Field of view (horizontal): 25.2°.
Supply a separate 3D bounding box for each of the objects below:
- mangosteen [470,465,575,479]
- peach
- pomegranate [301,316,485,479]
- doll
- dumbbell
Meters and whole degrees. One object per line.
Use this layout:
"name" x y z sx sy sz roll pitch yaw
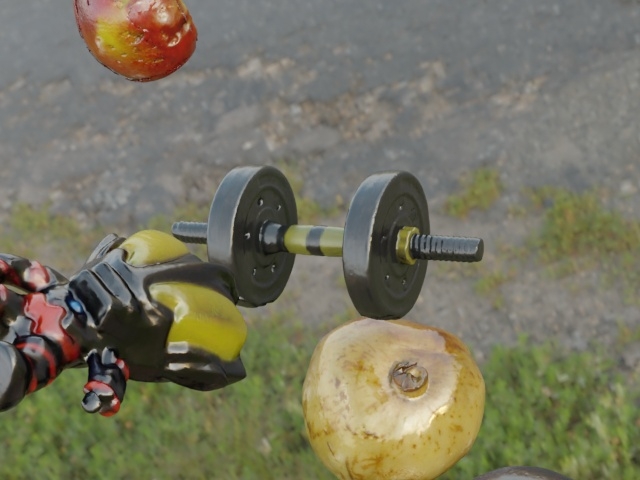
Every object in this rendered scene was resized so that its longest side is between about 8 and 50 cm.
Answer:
"mangosteen" 0.252 0.458 1.854 0.307 0.307 0.347 -60 3 -38
"peach" -0.117 -0.130 0.878 0.077 0.083 0.050 27 70 12
"pomegranate" 0.083 0.181 1.653 0.215 0.215 0.215 -18 36 14
"doll" -0.123 0.047 0.884 0.088 0.249 0.127 -19 78 33
"dumbbell" 0.000 0.000 1.371 0.326 0.143 0.143 4 45 26
